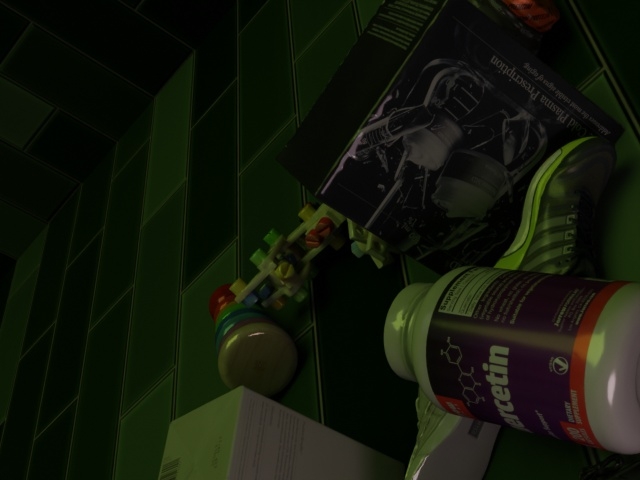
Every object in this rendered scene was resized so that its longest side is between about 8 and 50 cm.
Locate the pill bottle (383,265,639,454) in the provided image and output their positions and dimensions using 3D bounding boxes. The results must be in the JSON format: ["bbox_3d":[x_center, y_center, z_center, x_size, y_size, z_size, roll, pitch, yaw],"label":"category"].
[{"bbox_3d":[0.233,0.125,1.146,0.323,0.181,0.181,5,66,45],"label":"pill bottle"}]

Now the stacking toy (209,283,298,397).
[{"bbox_3d":[-0.145,0.169,1.875,0.141,0.141,0.330,-57,21,5],"label":"stacking toy"}]

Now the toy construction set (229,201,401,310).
[{"bbox_3d":[0.000,0.000,1.759,0.328,0.151,0.215,-24,19,37],"label":"toy construction set"}]

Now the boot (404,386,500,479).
[{"bbox_3d":[0.165,0.248,1.324,0.258,0.095,0.123,-57,20,-13],"label":"boot"}]

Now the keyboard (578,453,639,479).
[{"bbox_3d":[0.318,0.284,1.091,0.180,0.023,0.108,-40,39,30],"label":"keyboard"}]

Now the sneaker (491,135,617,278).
[{"bbox_3d":[0.317,0.008,1.299,0.121,0.111,0.299,24,89,52],"label":"sneaker"}]

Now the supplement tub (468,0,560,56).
[{"bbox_3d":[0.211,-0.304,1.650,0.338,0.207,0.207,-43,32,27],"label":"supplement tub"}]

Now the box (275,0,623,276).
[{"bbox_3d":[0.177,-0.133,1.391,0.312,0.343,0.179,-56,28,8],"label":"box"}]

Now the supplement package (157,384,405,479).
[{"bbox_3d":[-0.052,0.349,1.343,0.175,0.293,0.177,-32,37,40],"label":"supplement package"}]
